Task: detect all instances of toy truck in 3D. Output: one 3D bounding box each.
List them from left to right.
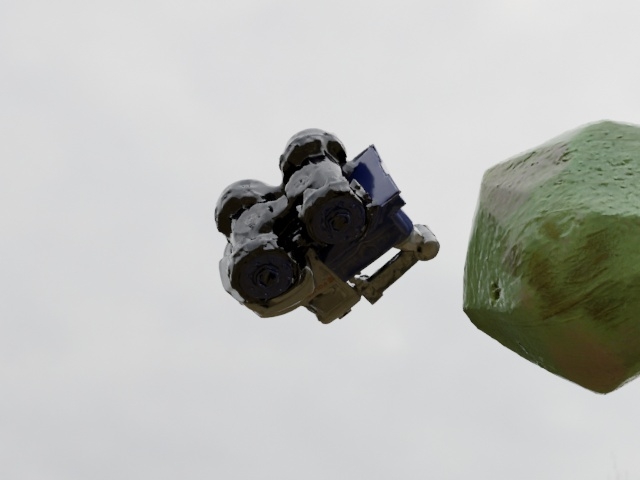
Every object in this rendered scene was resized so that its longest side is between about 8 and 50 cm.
[{"bbox_3d":[0.000,0.000,1.114,0.213,0.161,0.177,-37,-57,11],"label":"toy truck"}]

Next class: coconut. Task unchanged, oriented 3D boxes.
[{"bbox_3d":[0.315,0.022,1.229,0.328,0.329,0.281,-6,-5,22],"label":"coconut"}]
